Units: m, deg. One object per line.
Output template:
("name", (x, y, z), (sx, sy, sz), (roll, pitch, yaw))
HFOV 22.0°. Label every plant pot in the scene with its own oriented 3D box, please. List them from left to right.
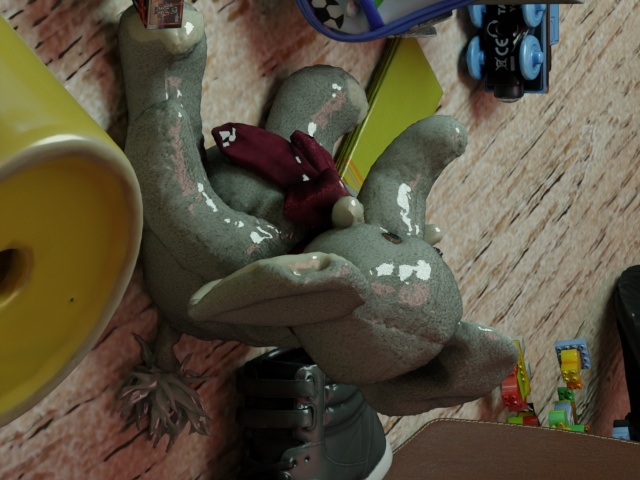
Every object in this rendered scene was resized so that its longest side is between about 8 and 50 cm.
("plant pot", (-0.222, -0.034, 0.787), (0.254, 0.239, 0.254), (-39, 147, -31))

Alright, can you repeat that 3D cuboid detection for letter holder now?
("letter holder", (0.187, 0.274, 1.422), (0.214, 0.301, 0.152), (-36, 122, -48))

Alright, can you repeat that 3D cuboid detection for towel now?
("towel", (0.047, -0.066, 1.430), (0.237, 0.021, 0.102), (-66, 146, -26))

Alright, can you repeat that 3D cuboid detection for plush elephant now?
("plush elephant", (0.000, 0.000, 1.162), (0.272, 0.255, 0.330), (27, 72, -53))

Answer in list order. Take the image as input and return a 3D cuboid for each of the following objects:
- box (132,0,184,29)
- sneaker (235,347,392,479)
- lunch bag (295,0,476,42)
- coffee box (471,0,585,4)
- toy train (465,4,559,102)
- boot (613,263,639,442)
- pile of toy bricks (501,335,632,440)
("box", (-0.110, -0.221, 1.088), (0.027, 0.094, 0.137), (-5, 126, -20))
("sneaker", (-0.044, 0.180, 1.264), (0.296, 0.104, 0.147), (-47, 129, -49))
("lunch bag", (0.046, -0.296, 1.219), (0.115, 0.243, 0.303), (-89, 158, -58))
("coffee box", (0.140, -0.355, 1.397), (0.119, 0.168, 0.297), (3, 92, -56))
("toy train", (0.187, -0.224, 1.560), (0.105, 0.080, 0.184), (-19, 110, -59))
("boot", (0.371, 0.207, 1.813), (0.348, 0.131, 0.260), (-83, -178, -58))
("pile of toy bricks", (0.244, 0.202, 1.643), (0.105, 0.118, 0.212), (-66, 145, -57))
